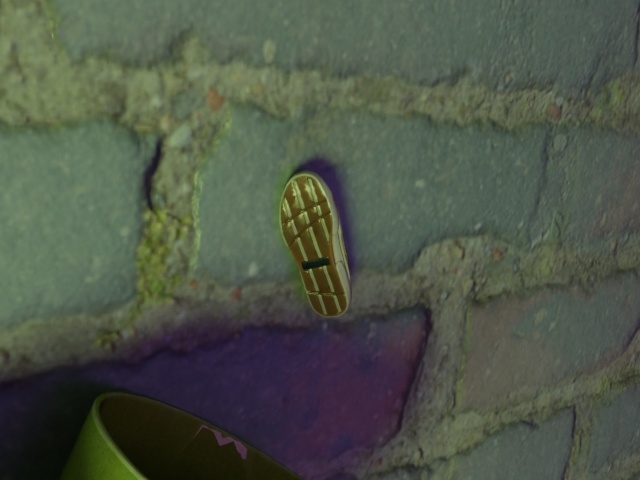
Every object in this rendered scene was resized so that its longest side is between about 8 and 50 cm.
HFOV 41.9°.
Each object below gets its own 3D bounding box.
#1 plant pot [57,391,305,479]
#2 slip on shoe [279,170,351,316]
[{"bbox_3d":[-0.117,0.306,0.587,0.274,0.274,0.294,35,86,-43],"label":"plant pot"},{"bbox_3d":[0.000,0.000,0.725,0.041,0.051,0.135,-66,142,-61],"label":"slip on shoe"}]
